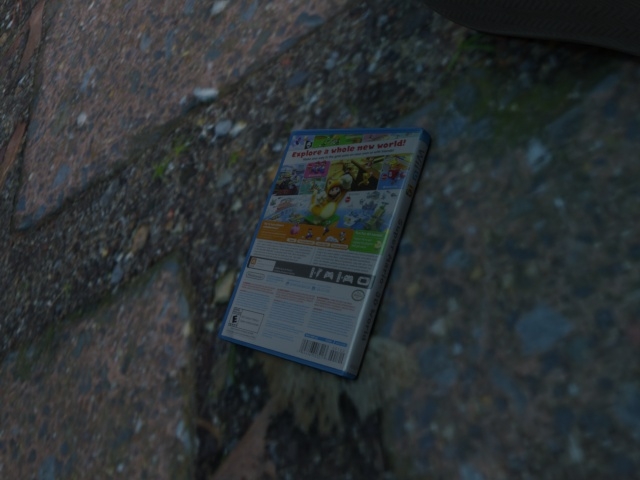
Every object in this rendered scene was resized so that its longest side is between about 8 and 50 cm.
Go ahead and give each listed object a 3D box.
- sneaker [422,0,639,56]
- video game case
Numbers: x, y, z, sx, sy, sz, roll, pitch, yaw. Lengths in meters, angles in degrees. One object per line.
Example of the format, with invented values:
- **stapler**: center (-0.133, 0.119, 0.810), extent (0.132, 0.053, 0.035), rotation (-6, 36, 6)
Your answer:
- **sneaker**: center (0.185, -0.183, 0.319), extent (0.293, 0.108, 0.169), rotation (33, 94, 45)
- **video game case**: center (0.000, 0.000, 0.439), extent (0.119, 0.015, 0.166), rotation (7, 73, 42)
